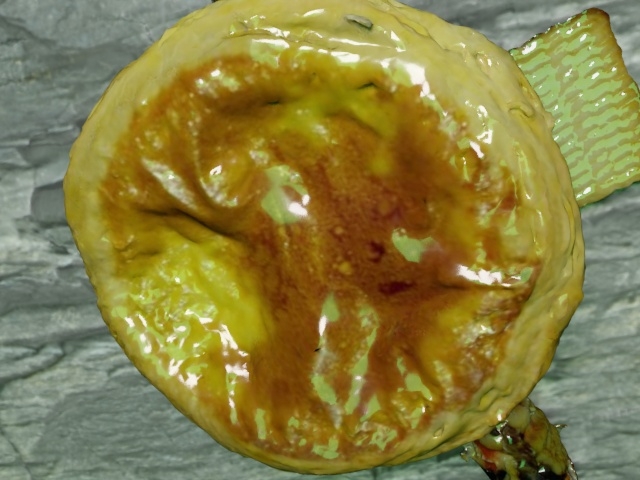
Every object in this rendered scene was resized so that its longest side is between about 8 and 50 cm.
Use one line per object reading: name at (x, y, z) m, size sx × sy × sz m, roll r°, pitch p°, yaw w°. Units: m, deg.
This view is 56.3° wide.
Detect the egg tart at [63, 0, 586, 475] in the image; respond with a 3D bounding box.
egg tart at (0.000, 0.000, 0.540) m, size 0.444 × 0.178 × 0.442 m, roll 5°, pitch 110°, yaw 13°

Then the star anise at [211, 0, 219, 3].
star anise at (-0.131, -0.335, 0.575) m, size 0.148 × 0.219 × 0.227 m, roll -56°, pitch 47°, yaw 43°

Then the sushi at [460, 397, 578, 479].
sushi at (0.200, 0.212, 0.620) m, size 0.103 × 0.097 × 0.226 m, roll -18°, pitch 109°, yaw 53°

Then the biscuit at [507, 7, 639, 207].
biscuit at (0.182, -0.093, 0.587) m, size 0.255 × 0.029 × 0.172 m, roll -24°, pitch 100°, yaw 12°
